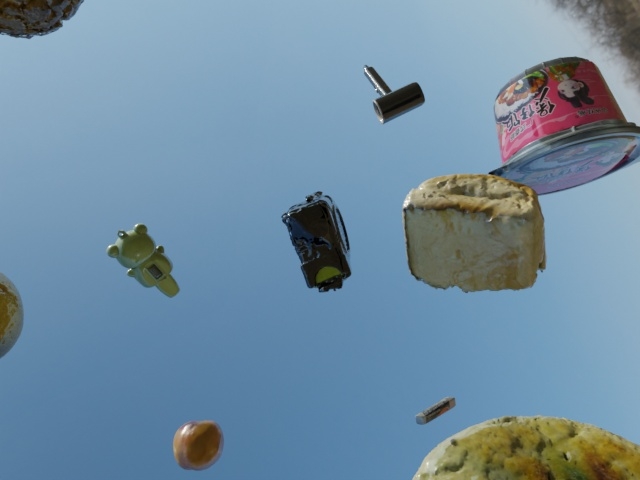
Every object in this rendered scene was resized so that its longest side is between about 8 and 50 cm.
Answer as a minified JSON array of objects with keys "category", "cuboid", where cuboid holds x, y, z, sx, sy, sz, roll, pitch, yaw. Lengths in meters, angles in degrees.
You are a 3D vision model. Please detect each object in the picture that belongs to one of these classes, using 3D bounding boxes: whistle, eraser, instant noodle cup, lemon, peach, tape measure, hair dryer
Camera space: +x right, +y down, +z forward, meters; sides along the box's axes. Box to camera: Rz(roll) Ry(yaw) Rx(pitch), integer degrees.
[{"category":"whistle","cuboid":[-0.514,0.069,1.428,0.131,0.106,0.289,-43,-46,-17]},{"category":"eraser","cuboid":[0.248,0.365,1.025,0.099,0.019,0.027,-21,-64,-23]},{"category":"instant noodle cup","cuboid":[0.428,-0.209,0.874,0.302,0.258,0.182,-6,-107,-9]},{"category":"lemon","cuboid":[-0.779,0.171,1.047,0.254,0.228,0.228,56,-141,2]},{"category":"peach","cuboid":[-0.337,0.560,1.310,0.138,0.138,0.138,25,-129,-36]},{"category":"tape measure","cuboid":[0.000,0.000,1.006,0.186,0.112,0.199,-54,-51,-75]},{"category":"hair dryer","cuboid":[0.183,-0.434,1.328,0.070,0.128,0.256,63,-176,-51]}]

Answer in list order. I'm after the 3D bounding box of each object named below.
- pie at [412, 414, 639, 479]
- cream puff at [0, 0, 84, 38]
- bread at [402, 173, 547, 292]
[{"category":"pie","cuboid":[0.246,0.298,0.450,0.338,0.337,0.075,-59,-34,-47]},{"category":"cream puff","cuboid":[-0.321,-0.303,0.505,0.150,0.115,0.166,-15,-69,-42]},{"category":"bread","cuboid":[0.146,-0.010,0.449,0.082,0.125,0.106,-56,-37,-44]}]
